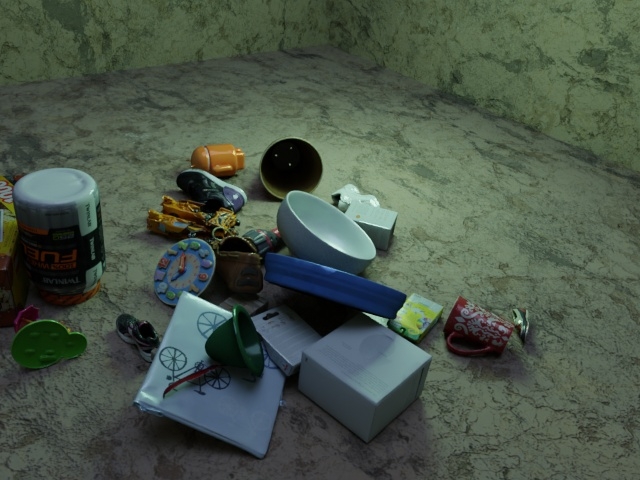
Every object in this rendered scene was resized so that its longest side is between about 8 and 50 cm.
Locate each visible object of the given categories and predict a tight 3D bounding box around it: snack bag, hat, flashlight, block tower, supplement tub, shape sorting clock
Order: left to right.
[{"bbox_3d":[-0.690,-0.006,1.605,0.207,0.337,0.207,5,33,-3],"label":"supplement tub"},{"bbox_3d":[-0.389,0.087,1.699,0.206,0.040,0.206,-14,58,23],"label":"shape sorting clock"},{"bbox_3d":[-0.248,0.254,1.366,0.184,0.208,0.172,-20,70,5],"label":"hat"},{"bbox_3d":[-0.274,0.248,1.524,0.091,0.097,0.335,25,35,26],"label":"block tower"},{"bbox_3d":[-0.226,0.306,1.382,0.323,0.037,0.342,27,40,-13],"label":"snack bag"},{"bbox_3d":[-0.131,-0.034,1.965,0.103,0.103,0.304,-10,19,47],"label":"flashlight"}]

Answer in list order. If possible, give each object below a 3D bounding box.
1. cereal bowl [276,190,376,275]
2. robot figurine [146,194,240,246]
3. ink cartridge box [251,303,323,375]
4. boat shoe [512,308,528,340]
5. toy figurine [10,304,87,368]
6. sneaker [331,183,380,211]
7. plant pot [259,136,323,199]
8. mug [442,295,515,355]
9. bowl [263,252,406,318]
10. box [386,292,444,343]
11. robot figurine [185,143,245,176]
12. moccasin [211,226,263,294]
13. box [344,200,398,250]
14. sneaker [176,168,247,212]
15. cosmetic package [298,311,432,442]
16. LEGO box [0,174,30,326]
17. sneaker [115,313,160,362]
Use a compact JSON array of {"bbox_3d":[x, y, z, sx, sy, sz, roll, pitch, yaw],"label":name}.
[{"bbox_3d":[0.000,0.000,1.862,0.339,0.141,0.339,30,22,-13],"label":"cereal bowl"},{"bbox_3d":[-0.411,-0.062,1.979,0.291,0.085,0.211,12,34,7],"label":"robot figurine"},{"bbox_3d":[-0.085,0.246,1.502,0.179,0.045,0.145,37,35,29],"label":"ink cartridge box"},{"bbox_3d":[0.580,0.242,1.736,0.043,0.049,0.137,11,30,11],"label":"boat shoe"},{"bbox_3d":[-0.687,0.221,1.485,0.173,0.130,0.159,9,15,-39],"label":"toy figurine"},{"bbox_3d":[0.126,-0.126,2.196,0.115,0.090,0.232,-23,34,-29],"label":"sneaker"},{"bbox_3d":[-0.122,-0.301,2.307,0.237,0.237,0.254,2,19,-8],"label":"plant pot"},{"bbox_3d":[0.434,0.255,1.664,0.169,0.150,0.113,24,0,17],"label":"mug"},{"bbox_3d":[0.032,0.126,1.592,0.392,0.077,0.391,17,-6,2],"label":"bowl"},{"bbox_3d":[0.268,0.225,1.708,0.105,0.043,0.179,25,34,25],"label":"box"},{"bbox_3d":[-0.407,-0.309,2.325,0.220,0.128,0.158,-9,71,-24],"label":"robot figurine"},{"bbox_3d":[-0.248,0.041,1.726,0.139,0.146,0.380,6,8,-15],"label":"moccasin"},{"bbox_3d":[0.167,-0.052,2.069,0.171,0.090,0.130,15,34,12],"label":"box"},{"bbox_3d":[-0.412,-0.168,2.131,0.284,0.107,0.124,19,41,18],"label":"sneaker"},{"bbox_3d":[0.104,0.321,1.439,0.224,0.138,0.225,31,38,32],"label":"cosmetic package"},{"bbox_3d":[-1.003,0.019,1.641,0.373,0.193,0.500,-3,34,-16],"label":"LEGO box"},{"bbox_3d":[-0.458,0.229,1.529,0.178,0.077,0.072,29,37,31],"label":"sneaker"}]
